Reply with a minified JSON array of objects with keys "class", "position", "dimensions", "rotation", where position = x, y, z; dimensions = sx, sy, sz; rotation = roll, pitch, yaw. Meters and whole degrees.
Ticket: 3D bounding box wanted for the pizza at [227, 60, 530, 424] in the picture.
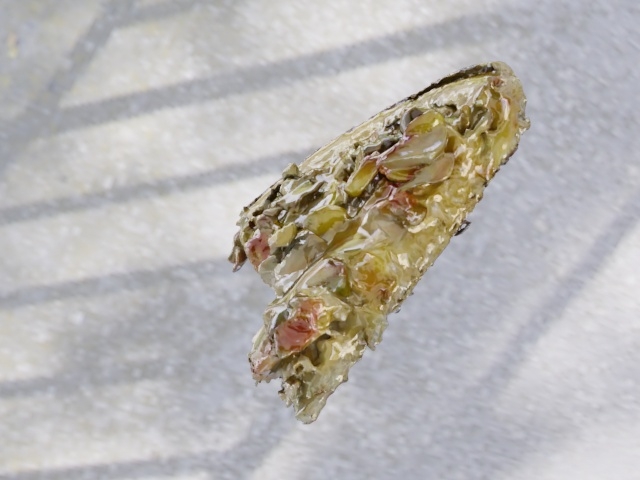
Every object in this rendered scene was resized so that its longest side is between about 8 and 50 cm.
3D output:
[{"class":"pizza","position":[0.000,0.000,1.326],"dimensions":[0.287,0.074,0.251],"rotation":[-53,20,-24]}]
